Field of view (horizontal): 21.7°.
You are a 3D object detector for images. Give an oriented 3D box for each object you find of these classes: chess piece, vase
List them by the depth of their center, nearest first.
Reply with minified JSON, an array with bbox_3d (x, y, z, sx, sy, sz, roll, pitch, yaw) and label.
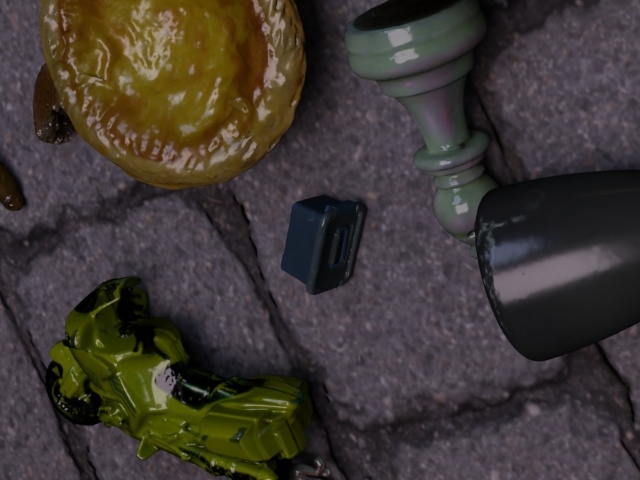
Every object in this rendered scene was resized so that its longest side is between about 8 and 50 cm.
[{"bbox_3d":[0.319,-0.005,1.550,0.321,0.173,0.173,-16,98,24],"label":"vase"},{"bbox_3d":[0.125,-0.104,1.644,0.139,0.139,0.272,-9,111,28],"label":"chess piece"}]

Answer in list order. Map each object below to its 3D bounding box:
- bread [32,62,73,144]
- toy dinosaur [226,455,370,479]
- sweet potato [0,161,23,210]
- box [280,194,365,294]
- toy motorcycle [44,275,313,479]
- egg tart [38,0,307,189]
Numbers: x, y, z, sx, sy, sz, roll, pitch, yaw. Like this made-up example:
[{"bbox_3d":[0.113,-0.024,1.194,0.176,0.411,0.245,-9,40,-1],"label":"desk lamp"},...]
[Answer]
[{"bbox_3d":[-0.278,-0.161,1.845,0.113,0.060,0.082,-38,56,58],"label":"bread"},{"bbox_3d":[-0.056,0.327,1.891,0.167,0.053,0.242,33,109,8],"label":"toy dinosaur"},{"bbox_3d":[-0.424,-0.147,1.925,0.074,0.075,0.269,-21,99,30],"label":"sweet potato"},{"bbox_3d":[0.000,0.000,1.760,0.054,0.074,0.099,27,116,33],"label":"box"},{"bbox_3d":[-0.166,0.155,1.854,0.342,0.142,0.206,19,130,25],"label":"toy motorcycle"},{"bbox_3d":[-0.143,-0.212,1.734,0.319,0.128,0.319,6,106,23],"label":"egg tart"}]
